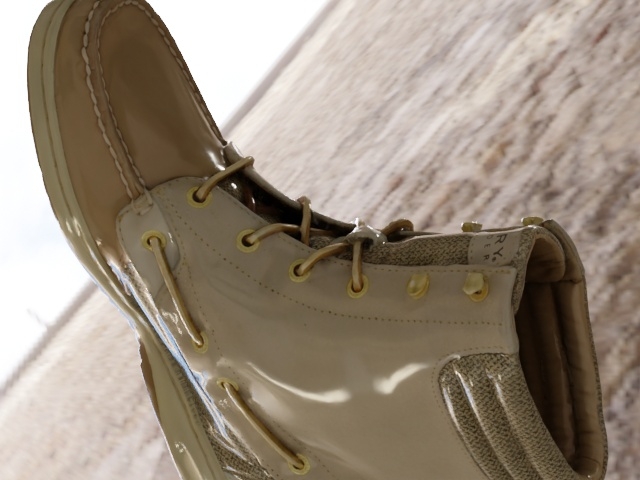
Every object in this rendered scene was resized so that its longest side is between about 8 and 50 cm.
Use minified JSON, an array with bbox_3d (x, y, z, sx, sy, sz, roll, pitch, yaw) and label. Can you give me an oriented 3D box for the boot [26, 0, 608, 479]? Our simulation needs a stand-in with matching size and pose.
[{"bbox_3d":[0.000,0.000,0.756,0.095,0.203,0.262,-37,-69,-51],"label":"boot"}]
